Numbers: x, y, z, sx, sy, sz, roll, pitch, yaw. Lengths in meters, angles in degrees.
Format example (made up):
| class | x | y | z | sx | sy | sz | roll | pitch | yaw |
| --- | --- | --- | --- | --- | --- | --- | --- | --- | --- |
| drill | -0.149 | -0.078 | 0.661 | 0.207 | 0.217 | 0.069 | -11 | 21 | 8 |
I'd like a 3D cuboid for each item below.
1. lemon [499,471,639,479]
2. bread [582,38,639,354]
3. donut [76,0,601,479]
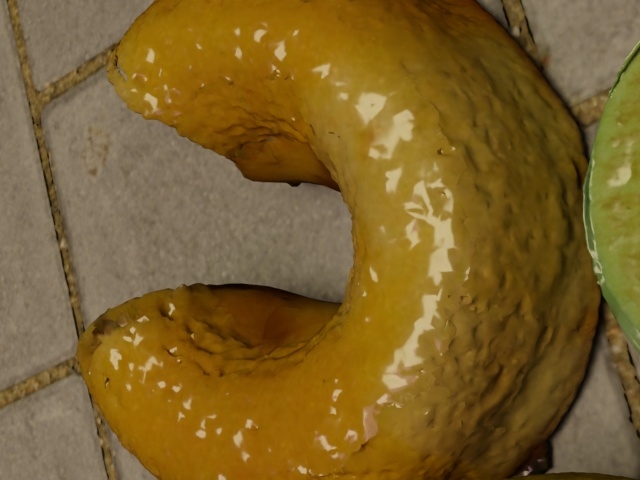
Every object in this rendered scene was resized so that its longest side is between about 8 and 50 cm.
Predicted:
| class | x | y | z | sx | sy | sz | roll | pitch | yaw |
| --- | --- | --- | --- | --- | --- | --- | --- | --- | --- |
| lemon | 0.146 | 0.256 | 0.849 | 0.284 | 0.260 | 0.260 | 19 | 98 | 40 |
| bread | 0.290 | -0.038 | 0.882 | 0.301 | 0.045 | 0.301 | -5 | 82 | 37 |
| donut | 0.000 | 0.000 | 1.041 | 0.378 | 0.163 | 0.435 | 6 | 90 | 38 |
